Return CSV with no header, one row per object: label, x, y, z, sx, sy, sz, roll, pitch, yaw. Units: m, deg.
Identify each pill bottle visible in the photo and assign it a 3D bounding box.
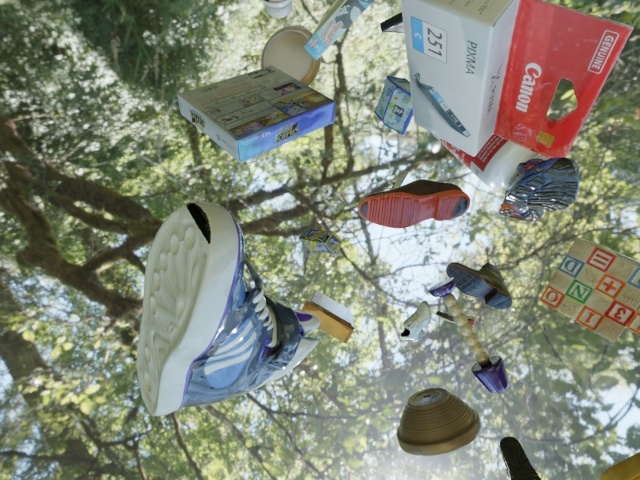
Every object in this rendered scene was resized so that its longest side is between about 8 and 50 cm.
pill bottle,-0.106,-0.612,0.951,0.094,0.094,0.169,-12,165,-2
pill bottle,0.545,-0.314,1.281,0.228,0.229,0.408,-23,-120,-22

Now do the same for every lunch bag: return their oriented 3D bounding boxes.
lunch bag,0.249,-0.427,1.296,0.096,0.129,0.151,-6,-133,-26

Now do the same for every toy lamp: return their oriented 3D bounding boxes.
toy lamp,0.352,0.223,0.959,0.080,0.275,0.080,-27,176,-2

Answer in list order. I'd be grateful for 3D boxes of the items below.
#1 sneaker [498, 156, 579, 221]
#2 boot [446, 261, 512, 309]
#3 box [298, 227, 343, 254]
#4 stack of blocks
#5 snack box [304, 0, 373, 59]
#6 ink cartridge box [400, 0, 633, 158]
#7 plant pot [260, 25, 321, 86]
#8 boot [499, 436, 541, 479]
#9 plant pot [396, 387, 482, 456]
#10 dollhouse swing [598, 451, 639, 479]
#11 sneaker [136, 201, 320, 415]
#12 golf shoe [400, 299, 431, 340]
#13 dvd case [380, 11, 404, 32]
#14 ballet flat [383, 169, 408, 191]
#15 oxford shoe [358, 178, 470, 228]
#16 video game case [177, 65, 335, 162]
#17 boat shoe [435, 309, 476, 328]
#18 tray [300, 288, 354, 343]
sneaker,0.327,-0.090,0.627,0.083,0.087,0.221,13,176,10
boot,0.451,0.105,1.180,0.082,0.219,0.106,-49,-167,38
box,0.000,0.000,1.358,0.054,0.059,0.168,-53,-151,-16
stack of blocks,0.677,0.136,0.900,0.297,0.171,0.087,35,-156,34
snack box,0.091,-0.673,1.150,0.321,0.060,0.187,-24,-143,49
ink cartridge box,0.251,-0.223,0.602,0.261,0.296,0.066,38,-95,25
plant pot,-0.109,-0.647,1.470,0.236,0.236,0.032,-20,-133,-17
boot,0.491,0.598,0.991,0.075,0.209,0.190,-11,-141,12
plant pot,0.317,0.491,1.150,0.237,0.110,0.237,-19,177,-1
dollhouse swing,0.528,0.572,0.604,0.304,0.315,0.347,-28,-142,-8
sneaker,-0.088,0.084,0.521,0.236,0.323,0.130,-6,-136,-40
golf shoe,0.349,0.298,1.500,0.085,0.176,0.069,1,-152,-20
dvd case,0.264,-0.502,0.901,0.180,0.022,0.253,-8,-164,39
ballet flat,0.276,-0.203,1.557,0.052,0.168,0.057,29,179,-1
oxford shoe,0.218,-0.096,0.999,0.271,0.097,0.098,-2,-141,-9
video game case,-0.145,-0.302,0.941,0.269,0.061,0.244,-31,-126,-29
boat shoe,0.454,0.259,1.379,0.137,0.043,0.049,15,173,41
tray,0.029,0.295,1.676,0.202,0.076,0.411,29,-179,2
